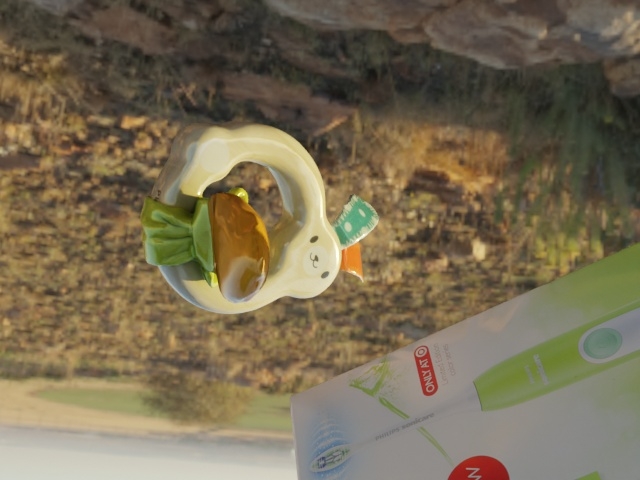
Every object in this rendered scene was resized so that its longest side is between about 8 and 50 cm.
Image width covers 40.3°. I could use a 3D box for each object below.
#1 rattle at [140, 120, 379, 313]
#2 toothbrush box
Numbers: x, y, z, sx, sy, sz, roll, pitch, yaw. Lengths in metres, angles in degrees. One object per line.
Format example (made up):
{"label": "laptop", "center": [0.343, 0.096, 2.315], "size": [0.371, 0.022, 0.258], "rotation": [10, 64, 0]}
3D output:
{"label": "rattle", "center": [0.000, 0.000, 0.553], "size": [0.200, 0.130, 0.143], "rotation": [25, 161, -37]}
{"label": "toothbrush box", "center": [0.142, 0.126, 0.399], "size": [0.283, 0.206, 0.122], "rotation": [-26, 128, 15]}
